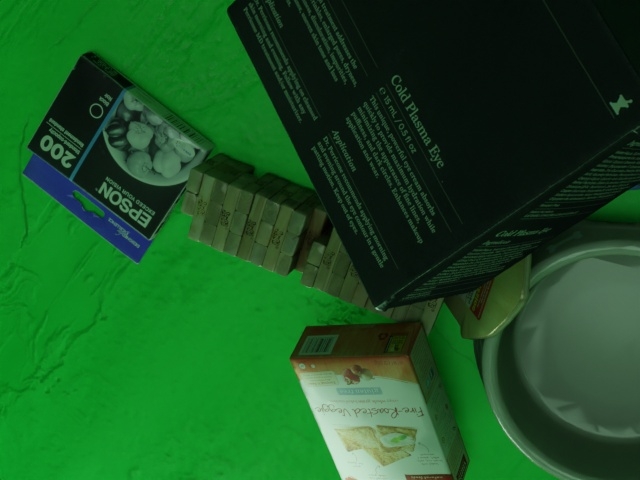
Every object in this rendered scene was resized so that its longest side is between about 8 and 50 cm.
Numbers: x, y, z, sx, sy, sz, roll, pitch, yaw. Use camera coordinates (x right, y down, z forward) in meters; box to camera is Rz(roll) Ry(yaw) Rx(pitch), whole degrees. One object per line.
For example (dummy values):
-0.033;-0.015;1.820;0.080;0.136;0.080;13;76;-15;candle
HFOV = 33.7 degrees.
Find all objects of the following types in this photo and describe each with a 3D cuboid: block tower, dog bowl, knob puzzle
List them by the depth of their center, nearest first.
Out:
0.201;0.028;1.201;0.030;0.213;0.213;10;110;-17;knob puzzle
0.345;0.136;1.227;0.348;0.102;0.349;4;105;15;dog bowl
0.000;0.000;1.290;0.335;0.097;0.091;23;114;11;block tower

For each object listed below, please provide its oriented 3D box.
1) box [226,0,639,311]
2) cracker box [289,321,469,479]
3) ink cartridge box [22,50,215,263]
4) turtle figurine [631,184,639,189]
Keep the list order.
0.131;-0.163;0.964;0.312;0.179;0.343;-37;71;36;box
0.076;0.209;1.292;0.155;0.067;0.232;-5;124;27;cracker box
-0.272;-0.100;1.366;0.206;0.045;0.208;37;113;3;ink cartridge box
0.365;-0.166;1.067;0.266;0.198;0.275;-37;134;5;turtle figurine
